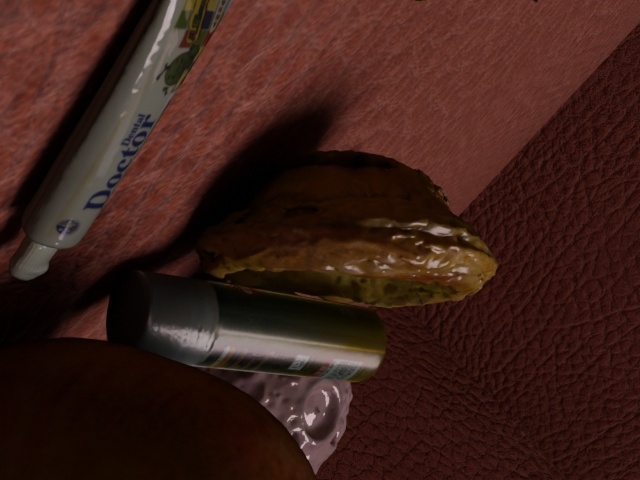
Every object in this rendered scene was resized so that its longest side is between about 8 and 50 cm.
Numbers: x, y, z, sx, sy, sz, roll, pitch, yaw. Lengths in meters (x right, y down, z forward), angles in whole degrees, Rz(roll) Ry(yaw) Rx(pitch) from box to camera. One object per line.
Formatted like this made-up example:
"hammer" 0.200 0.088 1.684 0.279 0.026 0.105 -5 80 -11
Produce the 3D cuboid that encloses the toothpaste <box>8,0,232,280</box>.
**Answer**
"toothpaste" -0.114 -0.069 0.502 0.255 0.037 0.067 -51 168 25

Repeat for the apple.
"apple" -0.184 0.276 0.651 0.400 0.400 0.334 -39 157 -19

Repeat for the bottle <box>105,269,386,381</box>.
"bottle" -0.063 0.087 0.861 0.286 0.082 0.082 12 132 -39

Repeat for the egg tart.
"egg tart" 0.025 -0.009 0.860 0.294 0.294 0.123 73 22 -80

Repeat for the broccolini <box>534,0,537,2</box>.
"broccolini" 0.142 -0.238 0.806 0.216 0.058 0.067 -25 121 -40

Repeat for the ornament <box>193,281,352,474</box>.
"ornament" -0.084 0.176 1.030 0.225 0.259 0.259 6 -153 38

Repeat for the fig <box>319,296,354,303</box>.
"fig" 0.012 0.012 1.049 0.160 0.143 0.230 -38 175 31
